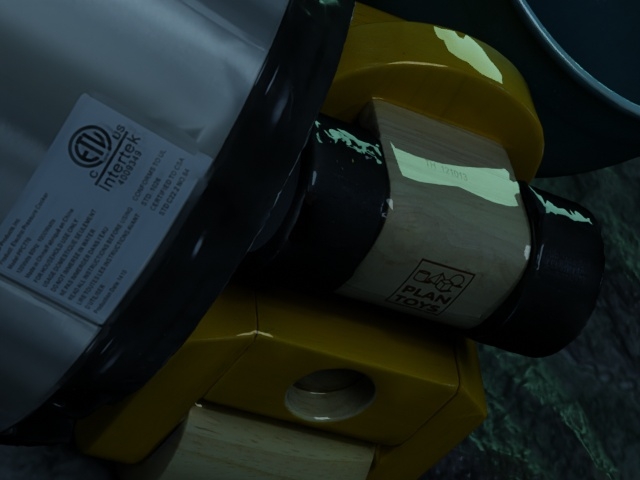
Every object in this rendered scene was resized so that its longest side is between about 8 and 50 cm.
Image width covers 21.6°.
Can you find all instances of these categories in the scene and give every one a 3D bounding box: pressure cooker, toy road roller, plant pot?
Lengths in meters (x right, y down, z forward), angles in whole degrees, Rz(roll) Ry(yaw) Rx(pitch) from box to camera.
[{"bbox_3d":[-0.235,-0.135,0.853,0.420,0.375,0.369,29,62,-21],"label":"pressure cooker"},{"bbox_3d":[0.000,0.000,1.011,0.203,0.329,0.240,17,43,-27],"label":"toy road roller"},{"bbox_3d":[0.148,-0.158,1.172,0.272,0.255,0.271,12,66,-28],"label":"plant pot"}]
